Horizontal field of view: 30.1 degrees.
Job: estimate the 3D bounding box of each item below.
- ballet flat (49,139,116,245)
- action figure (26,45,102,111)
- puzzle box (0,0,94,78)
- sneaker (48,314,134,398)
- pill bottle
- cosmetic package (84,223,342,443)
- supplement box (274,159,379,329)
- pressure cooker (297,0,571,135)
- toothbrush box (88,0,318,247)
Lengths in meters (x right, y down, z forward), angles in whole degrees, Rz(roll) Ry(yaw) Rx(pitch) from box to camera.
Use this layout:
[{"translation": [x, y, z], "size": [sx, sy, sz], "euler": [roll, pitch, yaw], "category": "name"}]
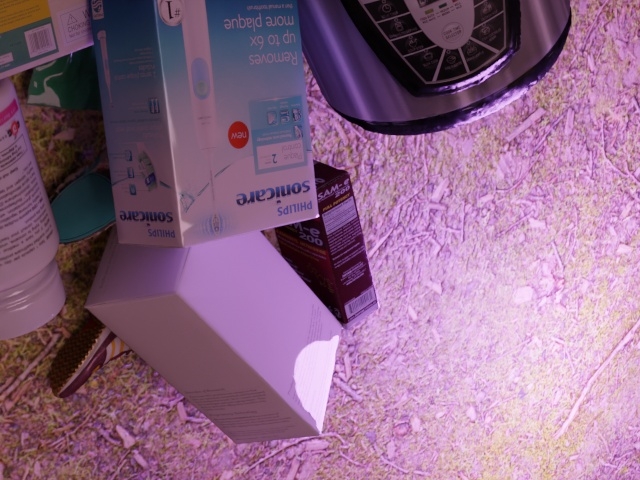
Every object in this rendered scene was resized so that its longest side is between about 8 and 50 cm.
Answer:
[{"translation": [-0.255, -0.086, 1.505], "size": [0.241, 0.077, 0.091], "euler": [-41, 104, 8], "category": "ballet flat"}, {"translation": [-0.278, -0.274, 1.430], "size": [0.137, 0.063, 0.232], "euler": [0, 107, -40], "category": "action figure"}, {"translation": [-0.298, -0.344, 1.303], "size": [0.409, 0.052, 0.272], "euler": [-30, 124, -37], "category": "puzzle box"}, {"translation": [-0.282, 0.142, 1.588], "size": [0.084, 0.069, 0.185], "euler": [42, 79, -37], "category": "sneaker"}, {"translation": [-0.392, -0.037, 1.357], "size": [0.160, 0.160, 0.283], "euler": [-29, 124, -30], "category": "pill bottle"}, {"translation": [-0.129, 0.102, 1.602], "size": [0.365, 0.155, 0.197], "euler": [51, 40, -39], "category": "cosmetic package"}, {"translation": [0.000, 0.000, 1.739], "size": [0.073, 0.130, 0.239], "euler": [-32, 124, -28], "category": "supplement box"}, {"translation": [0.098, -0.390, 1.516], "size": [0.370, 0.375, 0.420], "euler": [-55, 135, -33], "category": "pressure cooker"}, {"translation": [-0.132, -0.153, 1.377], "size": [0.216, 0.126, 0.295], "euler": [-13, 102, -44], "category": "toothbrush box"}]
